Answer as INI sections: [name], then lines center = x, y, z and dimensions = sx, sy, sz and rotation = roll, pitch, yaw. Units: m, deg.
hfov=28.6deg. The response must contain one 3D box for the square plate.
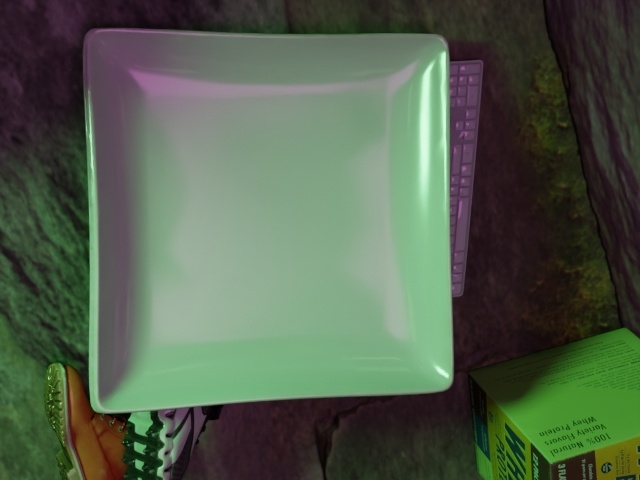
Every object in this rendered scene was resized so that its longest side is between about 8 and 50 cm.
[square plate]
center = -0.045, -0.021, 1.171
dimensions = 0.347, 0.049, 0.344
rotation = -2, 92, -16

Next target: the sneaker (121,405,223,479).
[sneaker]
center = -0.130, 0.158, 1.226
dimensions = 0.106, 0.078, 0.234
rotation = 4, 92, -35

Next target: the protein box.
[protein box]
center = 0.292, 0.215, 1.337
dimensions = 0.200, 0.201, 0.136
rotation = -14, 114, -13

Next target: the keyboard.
[keyboard]
center = 0.124, -0.057, 1.280
dimensions = 0.072, 0.014, 0.256
rotation = -4, 112, -17

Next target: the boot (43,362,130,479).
[boot]
center = -0.223, 0.181, 1.238
dimensions = 0.085, 0.059, 0.157
rotation = -18, 120, -19
